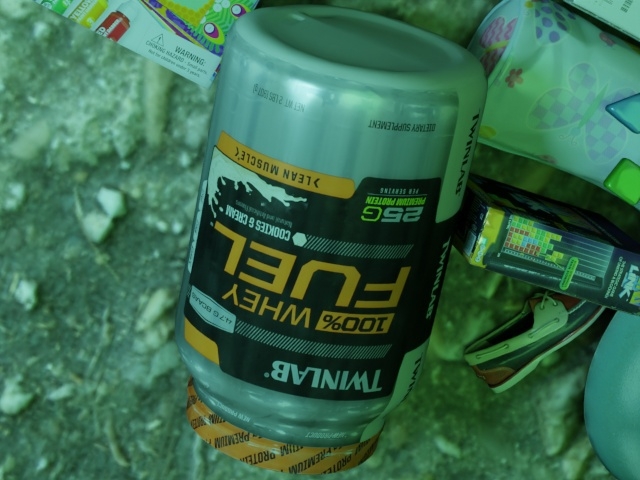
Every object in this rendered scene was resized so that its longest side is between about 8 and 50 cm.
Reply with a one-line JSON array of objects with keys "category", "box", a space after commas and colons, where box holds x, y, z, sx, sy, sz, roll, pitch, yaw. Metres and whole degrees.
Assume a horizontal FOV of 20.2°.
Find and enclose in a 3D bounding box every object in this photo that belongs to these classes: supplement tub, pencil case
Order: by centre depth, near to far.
[{"category": "supplement tub", "box": [0.000, 0.000, 1.323, 0.193, 0.193, 0.316, 7, 112, -9]}, {"category": "pencil case", "box": [0.233, -0.086, 1.383, 0.273, 0.113, 0.124, 27, 111, -13]}]

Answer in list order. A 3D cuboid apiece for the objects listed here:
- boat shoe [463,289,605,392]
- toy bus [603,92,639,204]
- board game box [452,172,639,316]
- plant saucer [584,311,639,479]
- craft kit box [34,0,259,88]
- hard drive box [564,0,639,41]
[{"category": "boat shoe", "box": [0.178, 0.066, 1.451, 0.137, 0.049, 0.043, -40, 104, 9]}, {"category": "toy bus", "box": [0.315, -0.052, 1.264, 0.191, 0.104, 0.202, -39, 92, 6]}, {"category": "board game box", "box": [0.166, -0.003, 1.366, 0.141, 0.170, 0.048, 16, 101, -12]}, {"category": "plant saucer", "box": [0.363, 0.101, 1.422, 0.317, 0.044, 0.317, -10, 128, -13]}, {"category": "craft kit box", "box": [-0.131, -0.268, 1.284, 0.250, 0.061, 0.246, 26, 115, -13]}, {"category": "hard drive box", "box": [0.321, -0.212, 1.373, 0.232, 0.089, 0.181, 27, 100, -13]}]
